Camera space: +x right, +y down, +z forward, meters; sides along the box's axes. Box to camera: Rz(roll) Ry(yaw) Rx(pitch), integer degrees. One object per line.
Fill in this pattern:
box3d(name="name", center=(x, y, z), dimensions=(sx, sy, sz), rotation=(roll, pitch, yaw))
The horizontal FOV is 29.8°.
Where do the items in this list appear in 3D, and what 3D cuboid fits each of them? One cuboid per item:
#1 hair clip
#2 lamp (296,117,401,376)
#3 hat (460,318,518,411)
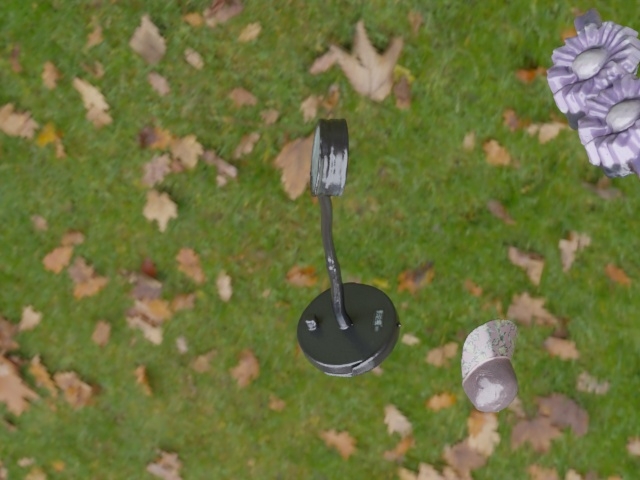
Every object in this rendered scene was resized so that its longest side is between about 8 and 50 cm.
box3d(name="hair clip", center=(0.281, -0.135, 1.141), dimensions=(0.106, 0.292, 0.084), rotation=(-35, 120, 19))
box3d(name="lamp", center=(0.038, 0.003, 1.148), dimensions=(0.109, 0.130, 0.371), rotation=(3, 141, -2))
box3d(name="hat", center=(0.157, 0.114, 1.067), dimensions=(0.058, 0.042, 0.087), rotation=(7, 108, -32))
